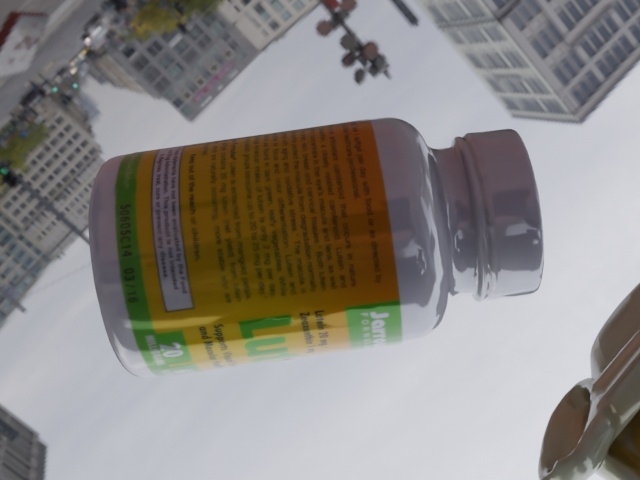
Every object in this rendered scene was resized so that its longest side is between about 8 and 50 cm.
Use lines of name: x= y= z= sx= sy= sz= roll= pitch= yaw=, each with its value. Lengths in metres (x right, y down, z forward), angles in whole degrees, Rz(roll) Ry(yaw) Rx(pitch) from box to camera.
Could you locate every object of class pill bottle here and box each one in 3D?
pill bottle: x=0.000 y=0.000 z=0.513 sx=0.245 sy=0.136 sz=0.136 roll=-8 pitch=-156 yaw=2

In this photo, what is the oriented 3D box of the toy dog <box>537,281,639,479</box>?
toy dog: x=0.441 y=0.219 z=0.792 sx=0.284 sy=0.408 sz=0.395 roll=-52 pitch=171 yaw=3
